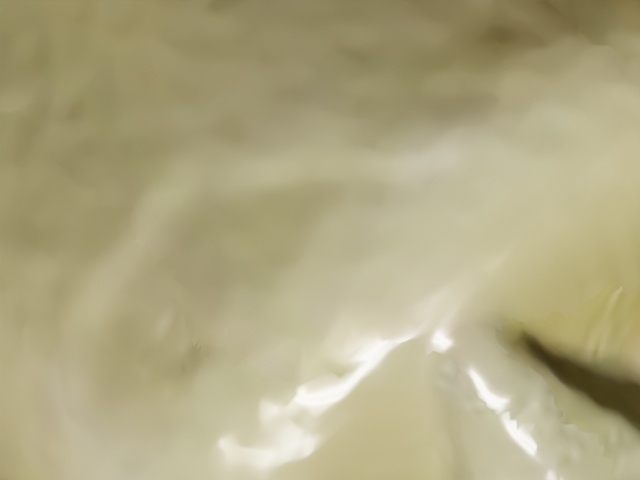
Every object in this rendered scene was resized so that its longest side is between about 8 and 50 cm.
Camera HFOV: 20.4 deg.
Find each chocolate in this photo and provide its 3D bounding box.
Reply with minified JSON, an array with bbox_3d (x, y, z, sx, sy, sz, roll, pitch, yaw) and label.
[{"bbox_3d":[0.000,0.000,0.553,0.326,0.297,0.314,5,123,-36],"label":"chocolate"}]
